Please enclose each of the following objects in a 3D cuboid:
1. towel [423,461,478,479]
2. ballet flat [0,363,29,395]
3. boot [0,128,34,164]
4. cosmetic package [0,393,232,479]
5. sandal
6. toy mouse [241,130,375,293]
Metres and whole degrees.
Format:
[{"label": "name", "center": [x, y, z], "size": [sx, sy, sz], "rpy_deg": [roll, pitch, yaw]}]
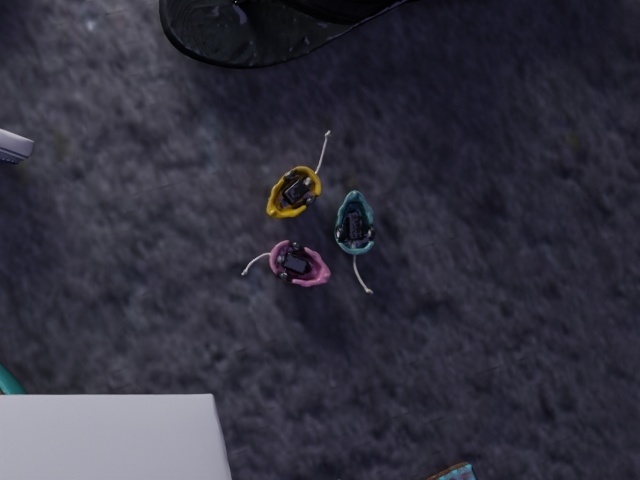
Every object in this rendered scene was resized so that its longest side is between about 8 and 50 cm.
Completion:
[{"label": "towel", "center": [0.105, 0.440, 1.308], "size": [0.271, 0.040, 0.370], "rpy_deg": [-23, 94, -18]}, {"label": "ballet flat", "center": [-0.256, 0.194, 1.189], "size": [0.073, 0.080, 0.232], "rpy_deg": [-44, 100, -4]}, {"label": "boot", "center": [-0.356, -0.074, 1.181], "size": [0.189, 0.069, 0.086], "rpy_deg": [13, 90, -8]}, {"label": "cosmetic package", "center": [-0.272, 0.238, 1.026], "size": [0.384, 0.217, 0.156], "rpy_deg": [2, 45, -18]}, {"label": "sandal", "center": [0.054, -0.290, 1.292], "size": [0.445, 0.107, 0.168], "rpy_deg": [-19, 93, -17]}, {"label": "toy mouse", "center": [0.000, 0.000, 1.301], "size": [0.143, 0.031, 0.161], "rpy_deg": [46, 76, -10]}]
